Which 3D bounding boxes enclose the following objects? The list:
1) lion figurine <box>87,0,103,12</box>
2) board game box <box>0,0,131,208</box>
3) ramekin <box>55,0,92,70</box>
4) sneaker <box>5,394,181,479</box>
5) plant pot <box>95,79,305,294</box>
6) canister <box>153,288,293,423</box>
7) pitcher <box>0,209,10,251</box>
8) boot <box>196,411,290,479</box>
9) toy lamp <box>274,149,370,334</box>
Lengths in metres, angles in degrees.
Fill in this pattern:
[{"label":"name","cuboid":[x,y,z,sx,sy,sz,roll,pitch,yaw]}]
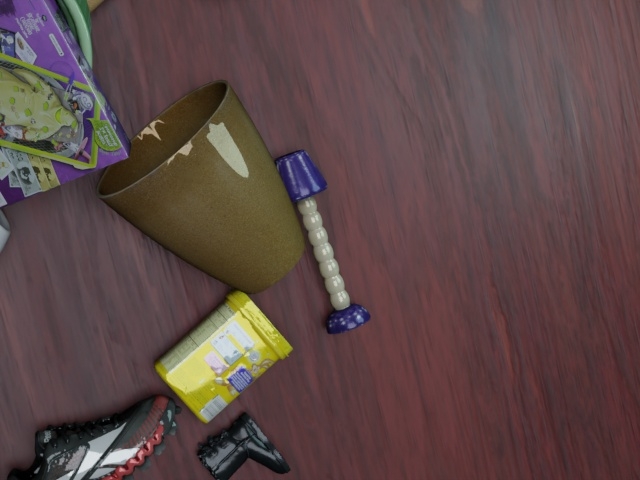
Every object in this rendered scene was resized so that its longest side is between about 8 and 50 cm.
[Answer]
[{"label":"lion figurine","cuboid":[-0.294,-0.402,1.629,0.392,0.142,0.240,-27,107,3]},{"label":"board game box","cuboid":[-0.404,-0.217,1.446,0.208,0.056,0.347,-19,118,11]},{"label":"ramekin","cuboid":[-0.443,-0.269,1.526,0.303,0.148,0.303,-1,118,-2]},{"label":"sneaker","cuboid":[-0.329,0.299,1.661,0.276,0.097,0.135,-39,104,-8]},{"label":"plant pot","cuboid":[-0.142,-0.054,1.640,0.237,0.237,0.254,-44,113,-8]},{"label":"canister","cuboid":[-0.144,0.170,1.714,0.170,0.073,0.126,-41,102,-7]},{"label":"pitcher","cuboid":[-0.516,0.034,1.589,0.207,0.125,0.178,-34,101,-1]},{"label":"boot","cuboid":[-0.117,0.327,1.744,0.099,0.045,0.121,-41,95,-11]},{"label":"toy lamp","cuboid":[0.000,0.000,1.739,0.080,0.080,0.275,-23,99,-12]}]
